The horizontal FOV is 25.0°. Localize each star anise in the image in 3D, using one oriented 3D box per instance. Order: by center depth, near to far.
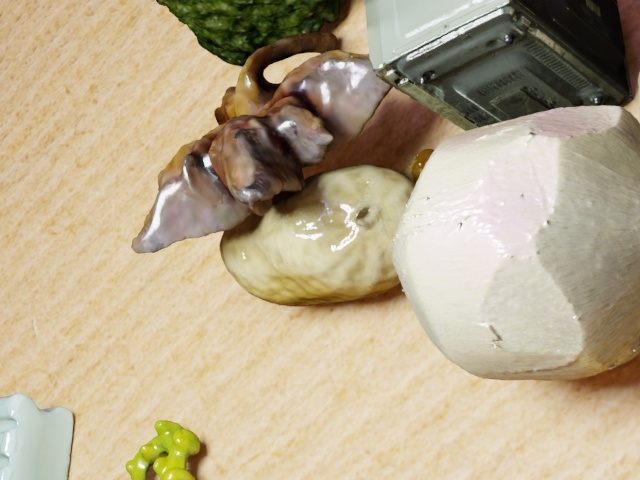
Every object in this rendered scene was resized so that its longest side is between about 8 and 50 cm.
[{"bbox_3d":[-0.052,-0.109,1.378,0.349,0.109,0.292,-43,27,-24],"label":"star anise"}]

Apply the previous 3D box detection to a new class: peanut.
[{"bbox_3d":[0.000,0.000,1.377,0.224,0.129,0.129,-18,61,38],"label":"peanut"}]

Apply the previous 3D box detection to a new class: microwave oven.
[{"bbox_3d":[0.157,-0.175,1.256,0.163,0.205,0.129,-22,58,35],"label":"microwave oven"}]

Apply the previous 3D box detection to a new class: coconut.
[{"bbox_3d":[0.185,0.004,1.139,0.230,0.227,0.227,-9,66,47],"label":"coconut"}]

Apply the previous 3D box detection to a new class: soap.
[{"bbox_3d":[-0.408,0.273,1.651,0.265,0.087,0.160,-14,63,38],"label":"soap"}]

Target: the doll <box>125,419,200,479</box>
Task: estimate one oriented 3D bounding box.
[{"bbox_3d":[-0.176,0.356,1.399,0.341,0.098,0.346,-42,46,19],"label":"doll"}]

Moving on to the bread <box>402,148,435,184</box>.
[{"bbox_3d":[0.115,-0.050,1.358,0.047,0.036,0.083,-53,48,7],"label":"bread"}]

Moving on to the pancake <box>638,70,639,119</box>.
[{"bbox_3d":[0.330,-0.131,1.207,0.151,0.025,0.152,-17,63,36],"label":"pancake"}]

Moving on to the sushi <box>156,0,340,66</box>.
[{"bbox_3d":[-0.044,-0.389,1.550,0.294,0.178,0.352,-11,61,36],"label":"sushi"}]
